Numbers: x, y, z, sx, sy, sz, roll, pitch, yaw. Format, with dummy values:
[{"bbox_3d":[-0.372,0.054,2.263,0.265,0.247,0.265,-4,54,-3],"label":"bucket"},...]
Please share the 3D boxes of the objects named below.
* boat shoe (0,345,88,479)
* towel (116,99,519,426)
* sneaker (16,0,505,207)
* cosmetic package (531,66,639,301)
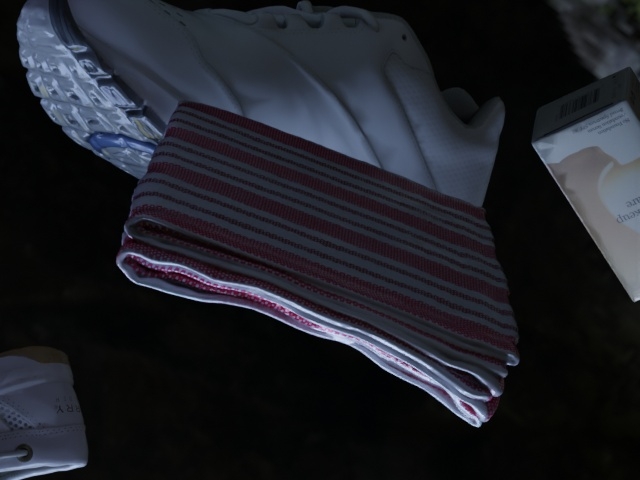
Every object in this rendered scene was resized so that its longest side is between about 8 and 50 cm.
[{"bbox_3d":[-0.278,0.158,1.154,0.098,0.277,0.096,37,-149,-72],"label":"boat shoe"},{"bbox_3d":[0.000,0.000,0.694,0.144,0.029,0.197,22,-163,-5],"label":"towel"},{"bbox_3d":[-0.022,-0.068,0.884,0.111,0.129,0.297,19,173,45],"label":"sneaker"},{"bbox_3d":[0.167,-0.029,0.979,0.115,0.060,0.041,53,-152,-21],"label":"cosmetic package"}]
